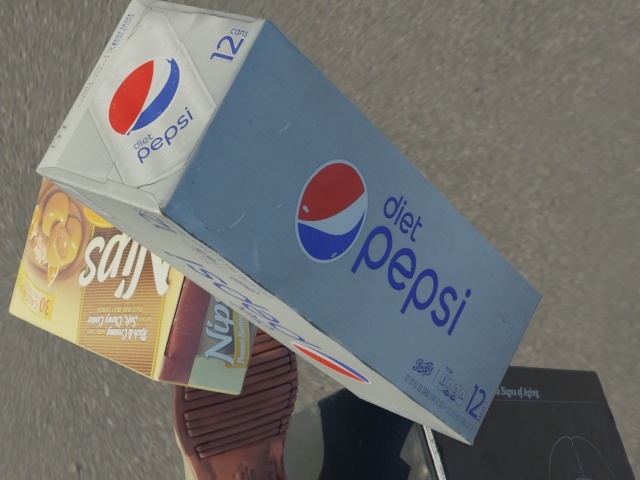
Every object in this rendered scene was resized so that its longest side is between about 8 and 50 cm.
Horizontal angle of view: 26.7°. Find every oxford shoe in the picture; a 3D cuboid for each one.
[{"bbox_3d":[-0.108,0.194,1.486,0.140,0.146,0.397,-8,108,-20],"label":"oxford shoe"}]

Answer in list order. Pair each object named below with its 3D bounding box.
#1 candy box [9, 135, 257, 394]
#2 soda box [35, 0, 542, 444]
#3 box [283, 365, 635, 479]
[{"bbox_3d":[-0.162,0.012,1.203,0.087,0.316,0.183,14,89,-36],"label":"candy box"},{"bbox_3d":[0.000,0.000,0.673,0.286,0.091,0.098,39,74,-47],"label":"soda box"},{"bbox_3d":[0.208,0.424,1.740,0.479,0.297,0.472,10,59,-50],"label":"box"}]
